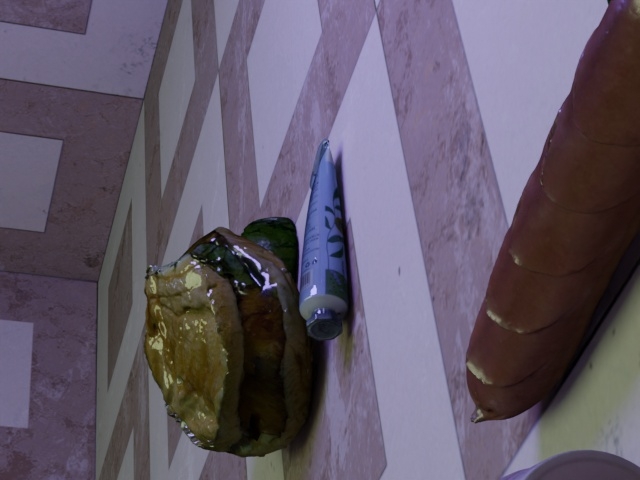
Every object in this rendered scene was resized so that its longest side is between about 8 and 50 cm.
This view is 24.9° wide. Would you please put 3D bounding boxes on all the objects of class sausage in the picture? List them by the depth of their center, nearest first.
[{"bbox_3d":[0.170,-0.018,0.946,0.433,0.088,0.088,108,162,-45],"label":"sausage"}]

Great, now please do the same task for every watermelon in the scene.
[{"bbox_3d":[-0.053,0.036,1.865,0.092,0.075,0.181,44,-141,-50],"label":"watermelon"}]

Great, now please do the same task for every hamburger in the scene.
[{"bbox_3d":[-0.110,0.121,1.755,0.285,0.134,0.265,37,134,55],"label":"hamburger"}]

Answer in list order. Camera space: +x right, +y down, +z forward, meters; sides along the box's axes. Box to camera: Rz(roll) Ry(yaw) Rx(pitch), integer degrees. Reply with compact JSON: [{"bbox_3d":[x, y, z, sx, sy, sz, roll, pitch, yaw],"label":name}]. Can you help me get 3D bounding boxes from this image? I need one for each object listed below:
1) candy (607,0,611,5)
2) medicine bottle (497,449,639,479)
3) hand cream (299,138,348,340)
[{"bbox_3d":[0.202,-0.236,0.970,0.203,0.078,0.141,-116,23,-44],"label":"candy"},{"bbox_3d":[0.125,0.225,0.931,0.250,0.133,0.133,124,149,-60],"label":"medicine bottle"},{"bbox_3d":[0.000,0.000,1.647,0.088,0.055,0.256,102,168,-48],"label":"hand cream"}]
